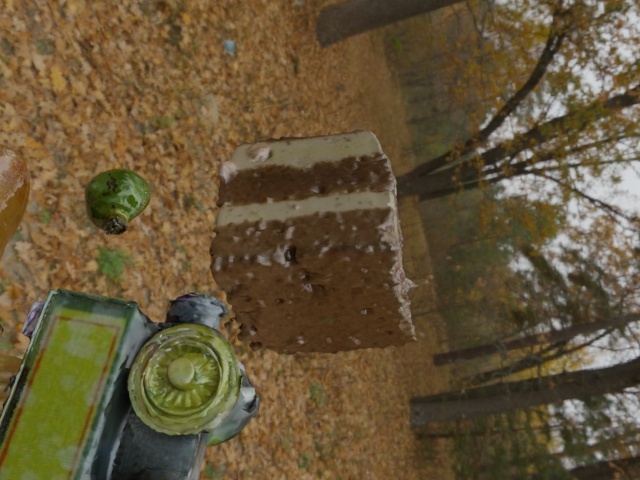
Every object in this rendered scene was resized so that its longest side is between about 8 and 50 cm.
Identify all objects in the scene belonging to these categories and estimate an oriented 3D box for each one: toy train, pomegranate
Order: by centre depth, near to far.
[{"bbox_3d":[-0.152,0.165,0.438,0.134,0.178,0.260,87,12,-65],"label":"toy train"},{"bbox_3d":[-0.438,-0.084,1.185,0.122,0.143,0.169,52,19,-17],"label":"pomegranate"}]

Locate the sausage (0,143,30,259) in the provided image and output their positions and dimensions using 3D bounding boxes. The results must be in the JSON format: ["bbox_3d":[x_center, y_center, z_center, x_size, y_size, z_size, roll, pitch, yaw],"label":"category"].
[{"bbox_3d":[-0.349,0.016,0.530,0.108,0.109,0.270,64,19,-51],"label":"sausage"}]

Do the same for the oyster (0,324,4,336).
[{"bbox_3d":[-0.759,0.118,1.070,0.221,0.361,0.096,-1,105,-52],"label":"oyster"}]

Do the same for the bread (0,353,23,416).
[{"bbox_3d":[-0.413,0.257,0.650,0.274,0.150,0.273,-179,-90,-72],"label":"bread"}]

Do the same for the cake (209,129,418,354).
[{"bbox_3d":[0.000,0.000,0.852,0.255,0.282,0.290,77,11,-48],"label":"cake"}]
